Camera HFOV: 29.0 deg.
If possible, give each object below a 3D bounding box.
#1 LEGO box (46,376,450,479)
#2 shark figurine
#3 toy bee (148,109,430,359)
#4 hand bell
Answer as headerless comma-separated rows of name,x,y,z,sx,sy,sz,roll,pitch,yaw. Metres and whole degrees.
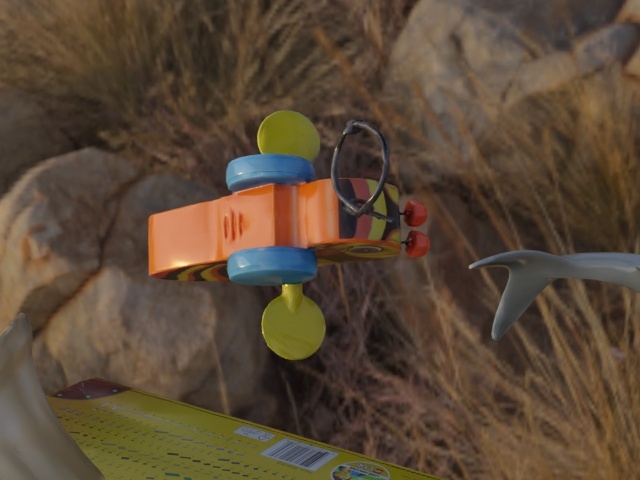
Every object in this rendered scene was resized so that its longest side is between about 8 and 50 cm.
LEGO box,-0.064,0.360,1.006,0.500,0.373,0.193,10,18,33
shark figurine,0.233,0.066,0.718,0.278,0.116,0.166,44,90,8
toy bee,0.000,0.000,0.987,0.162,0.195,0.298,10,4,-39
hand bell,-0.089,0.159,0.558,0.242,0.126,0.126,44,53,-9
